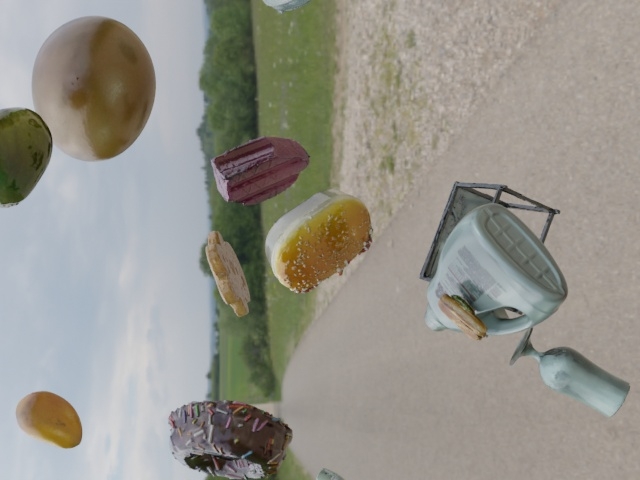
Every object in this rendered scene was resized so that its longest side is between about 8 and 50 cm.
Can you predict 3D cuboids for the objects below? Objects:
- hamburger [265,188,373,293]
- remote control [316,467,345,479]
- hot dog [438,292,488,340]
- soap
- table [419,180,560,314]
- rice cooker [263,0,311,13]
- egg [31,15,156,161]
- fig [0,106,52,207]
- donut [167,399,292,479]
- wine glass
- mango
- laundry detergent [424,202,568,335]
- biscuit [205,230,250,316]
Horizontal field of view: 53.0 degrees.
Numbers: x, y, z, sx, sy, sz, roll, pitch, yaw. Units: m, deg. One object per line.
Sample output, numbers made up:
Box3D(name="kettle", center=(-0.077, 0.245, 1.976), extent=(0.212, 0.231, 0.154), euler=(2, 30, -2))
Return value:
Box3D(name="hamburger", center=(0.000, 0.000, 1.642), extent=(0.151, 0.295, 0.227), euler=(49, 167, 39))
Box3D(name="remote control", center=(0.092, 0.508, 1.082), extent=(0.309, 0.038, 0.090), euler=(55, 157, -11))
Box3D(name="hot dog", center=(0.306, 0.158, 1.364), extent=(0.133, 0.041, 0.056), euler=(44, 153, 22))
Box3D(name="soap", center=(-0.169, -0.213, 1.909), extent=(0.112, 0.289, 0.182), euler=(57, 162, 25))
Box3D(name="table", center=(0.509, 0.014, 1.960), extent=(0.272, 0.222, 0.335), euler=(19, 89, 68))
Box3D(name="rice cooker", center=(-0.094, -0.690, 1.441), extent=(0.264, 0.317, 0.316), euler=(-119, 27, -49))
Box3D(name="egg", center=(-0.545, -0.362, 1.552), extent=(0.282, 0.283, 0.351), euler=(-105, 27, -63))
Box3D(name="fig", center=(-0.603, -0.157, 1.214), extent=(0.181, 0.181, 0.191), euler=(167, 102, -82))
Box3D(name="donut", center=(-0.169, 0.365, 1.158), extent=(0.235, 0.235, 0.089), euler=(101, 179, -56))
Box3D(name="wine glass", center=(0.540, 0.286, 1.395), extent=(0.103, 0.231, 0.103), euler=(-56, -15, -23))
Box3D(name="mango", center=(-0.329, 0.222, 0.786), extent=(0.046, 0.089, 0.060), euler=(-33, 16, 35))
Box3D(name="laundry detergent", center=(0.348, 0.116, 1.427), extent=(0.264, 0.125, 0.398), euler=(48, 149, 13))
Box3D(name="biscuit", center=(-0.288, 0.102, 1.988), extent=(0.355, 0.052, 0.275), euler=(-139, 29, -89))
